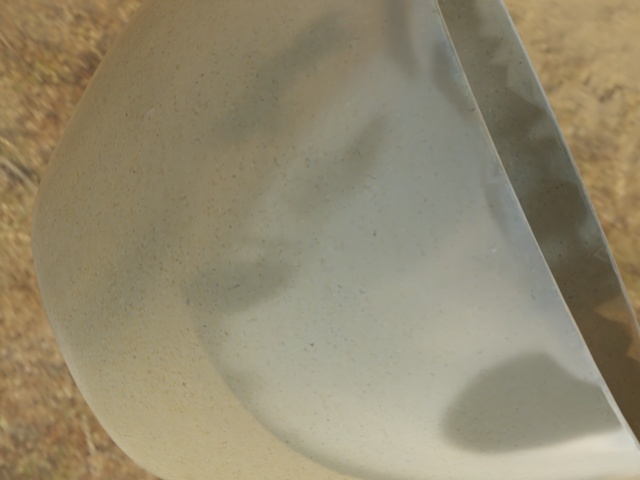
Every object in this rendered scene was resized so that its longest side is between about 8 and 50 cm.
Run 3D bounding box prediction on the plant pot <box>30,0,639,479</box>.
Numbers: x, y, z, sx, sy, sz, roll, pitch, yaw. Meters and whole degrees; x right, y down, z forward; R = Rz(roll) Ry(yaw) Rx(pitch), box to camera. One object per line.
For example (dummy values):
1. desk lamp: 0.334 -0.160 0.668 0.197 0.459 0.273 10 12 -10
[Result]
1. plant pot: 0.000 0.000 0.694 0.191 0.284 0.284 -23 124 12
